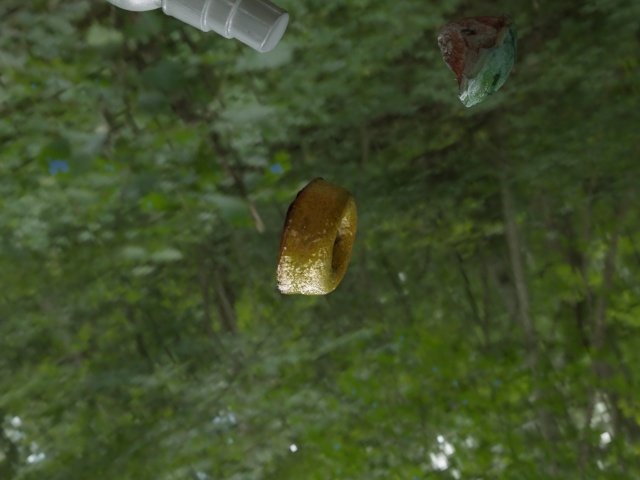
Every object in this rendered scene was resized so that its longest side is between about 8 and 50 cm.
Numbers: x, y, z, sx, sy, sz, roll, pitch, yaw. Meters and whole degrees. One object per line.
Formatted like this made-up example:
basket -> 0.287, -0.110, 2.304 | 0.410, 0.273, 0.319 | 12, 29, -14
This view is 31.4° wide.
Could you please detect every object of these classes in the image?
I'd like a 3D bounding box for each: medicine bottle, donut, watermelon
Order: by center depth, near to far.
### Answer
medicine bottle -> -0.189, -0.284, 1.091 | 0.110, 0.352, 0.110 | -56, 171, -14
donut -> 0.000, 0.000, 1.346 | 0.058, 0.152, 0.152 | 13, -143, 15
watermelon -> 0.255, -0.321, 1.901 | 0.139, 0.071, 0.187 | 27, -117, 13
